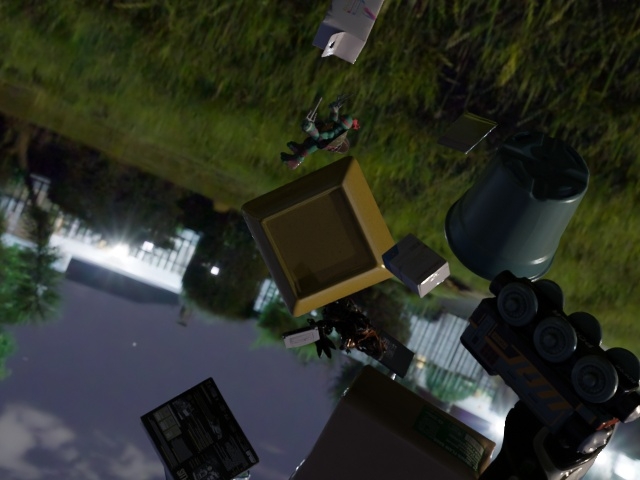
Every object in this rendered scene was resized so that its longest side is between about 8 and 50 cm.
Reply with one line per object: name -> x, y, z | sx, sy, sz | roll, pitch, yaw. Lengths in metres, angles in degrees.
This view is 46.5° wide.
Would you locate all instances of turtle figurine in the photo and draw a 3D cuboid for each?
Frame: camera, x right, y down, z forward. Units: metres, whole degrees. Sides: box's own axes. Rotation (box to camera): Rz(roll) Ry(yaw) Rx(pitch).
turtle figurine -> 0.004, -0.282, 1.928 | 0.118, 0.234, 0.175 | 54, -150, 1

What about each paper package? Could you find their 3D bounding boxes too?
paper package -> 0.142, 0.468, 1.542 | 0.325, 0.309, 0.168 | 32, -150, 10

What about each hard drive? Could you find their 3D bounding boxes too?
hard drive -> 0.219, 0.348, 2.289 | 0.135, 0.094, 0.022 | 37, 144, -9

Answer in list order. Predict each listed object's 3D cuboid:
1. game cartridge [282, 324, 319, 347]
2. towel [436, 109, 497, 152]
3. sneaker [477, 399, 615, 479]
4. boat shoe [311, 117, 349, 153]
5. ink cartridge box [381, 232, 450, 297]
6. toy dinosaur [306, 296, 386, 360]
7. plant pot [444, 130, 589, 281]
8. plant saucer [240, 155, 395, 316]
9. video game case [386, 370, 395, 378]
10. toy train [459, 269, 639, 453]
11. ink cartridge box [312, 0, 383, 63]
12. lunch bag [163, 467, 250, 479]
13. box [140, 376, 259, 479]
game cartridge -> -0.045, 0.224, 1.729 | 0.083, 0.056, 0.017 | -14, -134, -5
towel -> 0.413, -0.307, 2.121 | 0.102, 0.021, 0.237 | 17, 166, -6
sneaker -> 0.386, 0.464, 1.374 | 0.169, 0.257, 0.447 | 25, -138, 31
boat shoe -> 0.030, -0.303, 2.278 | 0.183, 0.066, 0.066 | 26, -146, -46
ink cartridge box -> 0.207, 0.054, 1.619 | 0.122, 0.088, 0.052 | 41, 162, 40
toy dinosaur -> 0.049, 0.222, 2.077 | 0.322, 0.164, 0.218 | 26, -166, 5
plant pot -> 0.562, -0.104, 2.084 | 0.341, 0.341, 0.334 | 23, 143, 4
plant saucer -> 0.000, 0.000, 1.893 | 0.332, 0.333, 0.081 | 65, -170, -6
video game case -> 0.181, 0.545, 2.497 | 0.023, 0.183, 0.201 | 30, -135, 17
toy train -> 0.396, 0.206, 1.295 | 0.142, 0.190, 0.334 | -4, -138, -45
ink cartridge box -> 0.052, -0.412, 1.404 | 0.090, 0.143, 0.092 | 24, 162, -6
lunch bag -> -0.313, 0.625, 2.040 | 0.219, 0.090, 0.176 | 6, -156, -28
box -> -0.220, 0.366, 1.352 | 0.180, 0.147, 0.077 | 57, 157, 11
